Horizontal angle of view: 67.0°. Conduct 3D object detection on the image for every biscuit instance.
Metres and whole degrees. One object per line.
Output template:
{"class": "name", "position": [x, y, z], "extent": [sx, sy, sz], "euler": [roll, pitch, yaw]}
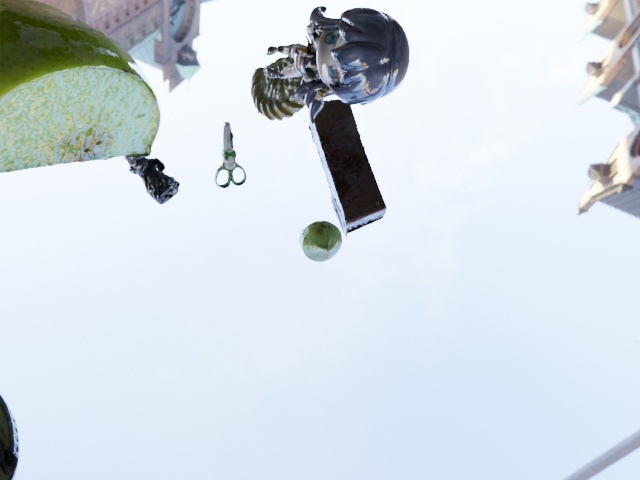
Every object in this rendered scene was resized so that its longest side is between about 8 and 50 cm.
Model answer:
{"class": "biscuit", "position": [-0.083, -0.393, 1.219], "extent": [0.036, 0.274, 0.187], "euler": [19, -114, -49]}

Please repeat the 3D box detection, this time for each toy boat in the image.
{"class": "toy boat", "position": [-0.617, 0.354, 0.870], "extent": [0.114, 0.115, 0.262], "euler": [-21, -113, -28]}

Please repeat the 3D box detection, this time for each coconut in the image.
{"class": "coconut", "position": [0.000, 0.000, 0.983], "extent": [0.088, 0.087, 0.096], "euler": [-3, -158, -19]}

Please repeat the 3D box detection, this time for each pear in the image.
{"class": "pear", "position": [-0.472, -0.281, 0.792], "extent": [0.318, 0.238, 0.342], "euler": [43, -146, 16]}

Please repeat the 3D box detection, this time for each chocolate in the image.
{"class": "chocolate", "position": [0.063, -0.177, 1.156], "extent": [0.112, 0.112, 0.321], "euler": [-16, -101, -4]}

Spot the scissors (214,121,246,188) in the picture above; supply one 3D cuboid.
{"class": "scissors", "position": [-0.279, -0.259, 1.469], "extent": [0.101, 0.204, 0.027], "euler": [-15, -147, -25]}

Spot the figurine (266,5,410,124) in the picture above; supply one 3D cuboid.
{"class": "figurine", "position": [0.038, -0.335, 0.889], "extent": [0.197, 0.175, 0.265], "euler": [-33, -138, -21]}

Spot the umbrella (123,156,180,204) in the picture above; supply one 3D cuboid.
{"class": "umbrella", "position": [-0.446, -0.187, 1.227], "extent": [0.080, 0.071, 0.224], "euler": [-45, -115, -7]}
